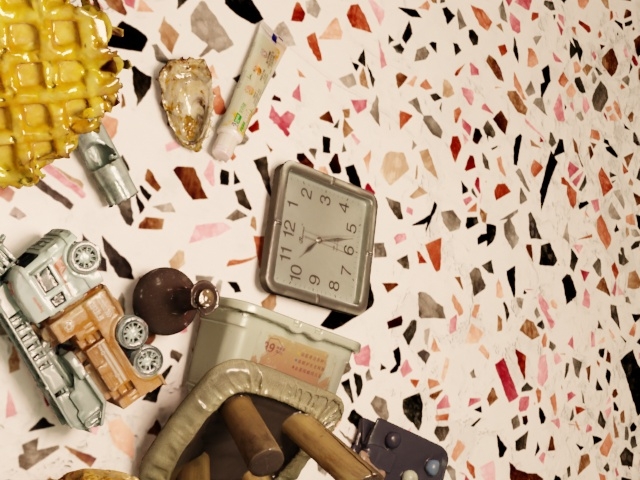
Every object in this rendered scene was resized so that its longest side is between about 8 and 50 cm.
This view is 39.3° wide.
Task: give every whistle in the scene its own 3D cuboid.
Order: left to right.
[{"bbox_3d":[-0.404,-0.204,1.510,0.062,0.062,0.312,-37,107,-37],"label":"whistle"}]

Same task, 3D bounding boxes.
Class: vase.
[{"bbox_3d":[-0.242,0.102,1.527,0.120,0.183,0.120,5,82,-39],"label":"vase"}]

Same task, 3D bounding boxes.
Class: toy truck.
[{"bbox_3d":[-0.404,0.129,1.424,0.184,0.133,0.338,-38,111,-27],"label":"toy truck"}]

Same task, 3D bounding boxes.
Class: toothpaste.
[{"bbox_3d":[-0.140,-0.293,1.755,0.056,0.058,0.314,16,63,8],"label":"toothpaste"}]

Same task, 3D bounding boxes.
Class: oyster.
[{"bbox_3d":[-0.243,-0.252,1.659,0.105,0.056,0.177,-21,97,-28],"label":"oyster"}]

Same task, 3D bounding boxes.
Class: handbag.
[{"bbox_3d":[0.128,0.544,1.833,0.269,0.118,0.325,30,64,-33],"label":"handbag"}]

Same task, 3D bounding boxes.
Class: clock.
[{"bbox_3d":[0.000,0.000,1.833,0.279,0.049,0.273,19,71,-37],"label":"clock"}]

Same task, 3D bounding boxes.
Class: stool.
[{"bbox_3d":[-0.105,0.397,1.501,0.310,0.226,0.310,24,110,-35],"label":"stool"}]

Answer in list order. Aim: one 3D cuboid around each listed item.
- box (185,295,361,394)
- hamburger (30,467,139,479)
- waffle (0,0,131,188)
[{"bbox_3d":[-0.095,0.228,1.657,0.312,0.175,0.182,22,80,-36],"label":"box"},{"bbox_3d":[-0.369,0.461,1.355,0.163,0.244,0.244,-5,87,-62],"label":"hamburger"},{"bbox_3d":[-0.495,-0.256,1.311,0.382,0.095,0.379,-43,120,9],"label":"waffle"}]
